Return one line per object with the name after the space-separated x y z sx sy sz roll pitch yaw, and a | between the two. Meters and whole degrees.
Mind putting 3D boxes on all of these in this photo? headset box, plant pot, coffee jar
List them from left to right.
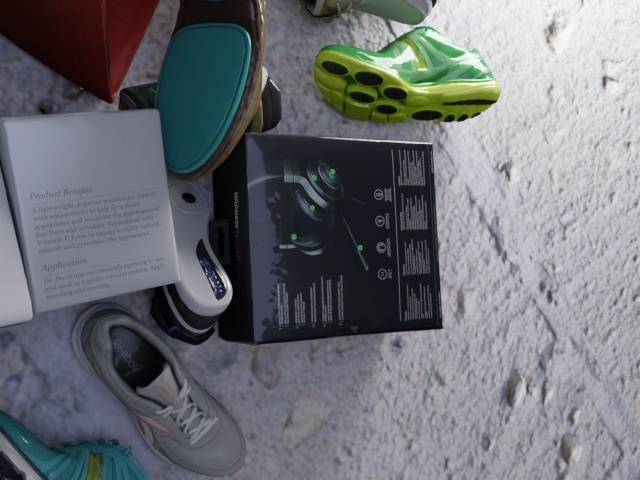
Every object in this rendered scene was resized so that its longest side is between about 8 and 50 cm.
-0.279 -0.345 0.705 0.235 0.267 0.267 22 76 -12 | plant pot
-0.143 -0.159 0.833 0.184 0.096 0.079 -19 128 -26 | coffee jar
0.000 0.000 0.871 0.283 0.131 0.247 -2 87 -27 | headset box

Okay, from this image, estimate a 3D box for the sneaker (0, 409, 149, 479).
-0.259 0.265 0.752 0.275 0.107 0.110 44 49 -22 | sneaker

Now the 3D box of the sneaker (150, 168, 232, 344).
-0.177 0.024 0.813 0.079 0.121 0.217 2 50 -33 | sneaker

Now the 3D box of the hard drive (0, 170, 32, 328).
-0.388 -0.009 0.507 0.307 0.040 0.203 -8 81 -52 | hard drive

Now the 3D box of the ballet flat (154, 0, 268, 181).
-0.101 -0.232 0.741 0.124 0.116 0.343 -5 99 -71 | ballet flat

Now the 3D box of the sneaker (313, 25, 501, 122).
0.119 -0.241 0.983 0.295 0.109 0.124 1 65 -27 | sneaker

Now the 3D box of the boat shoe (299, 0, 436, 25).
0.013 -0.350 0.929 0.302 0.113 0.103 18 79 -13 | boat shoe

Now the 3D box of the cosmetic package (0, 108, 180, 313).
-0.254 -0.038 0.712 0.151 0.151 0.184 -11 100 -34 | cosmetic package

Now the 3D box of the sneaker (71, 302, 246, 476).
-0.175 0.181 0.772 0.262 0.121 0.099 48 68 -15 | sneaker
